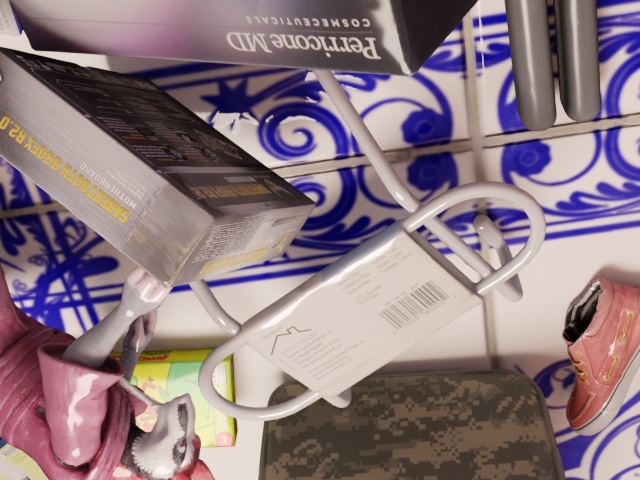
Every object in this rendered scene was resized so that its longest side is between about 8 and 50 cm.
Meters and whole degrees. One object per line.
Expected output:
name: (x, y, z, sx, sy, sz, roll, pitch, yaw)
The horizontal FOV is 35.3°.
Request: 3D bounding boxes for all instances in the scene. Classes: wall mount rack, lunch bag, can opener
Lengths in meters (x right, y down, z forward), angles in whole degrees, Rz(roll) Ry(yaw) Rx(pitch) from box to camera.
wall mount rack: (0.000, 0.000, 0.863, 0.350, 0.130, 0.304, -35, 125, 23)
lunch bag: (0.086, 0.286, 1.024, 0.305, 0.213, 0.256, -4, 127, 3)
can opener: (0.168, -0.197, 0.737, 0.074, 0.093, 0.280, -10, 132, 5)

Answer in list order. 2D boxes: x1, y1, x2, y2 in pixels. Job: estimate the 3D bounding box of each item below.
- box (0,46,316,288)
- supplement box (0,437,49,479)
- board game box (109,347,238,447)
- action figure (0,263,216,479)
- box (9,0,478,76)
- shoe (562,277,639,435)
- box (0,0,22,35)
box: (-0.117, -0.053, 0.710, 0.183, 0.231, 0.056, 37, 103, 9)
supplement box: (-0.303, 0.214, 1.055, 0.083, 0.056, 0.083, -37, 120, 24)
board game box: (-0.176, 0.159, 1.004, 0.181, 0.043, 0.092, -2, 103, 0)
action figure: (-0.248, 0.117, 0.815, 0.370, 0.276, 0.248, 35, 161, 15)
box: (-0.066, -0.261, 0.542, 0.296, 0.183, 0.294, 10, 136, 34)
shoe: (0.269, 0.115, 0.995, 0.081, 0.063, 0.178, 16, 120, -12)
box: (-0.274, -0.207, 0.686, 0.137, 0.072, 0.126, 8, 167, -8)
